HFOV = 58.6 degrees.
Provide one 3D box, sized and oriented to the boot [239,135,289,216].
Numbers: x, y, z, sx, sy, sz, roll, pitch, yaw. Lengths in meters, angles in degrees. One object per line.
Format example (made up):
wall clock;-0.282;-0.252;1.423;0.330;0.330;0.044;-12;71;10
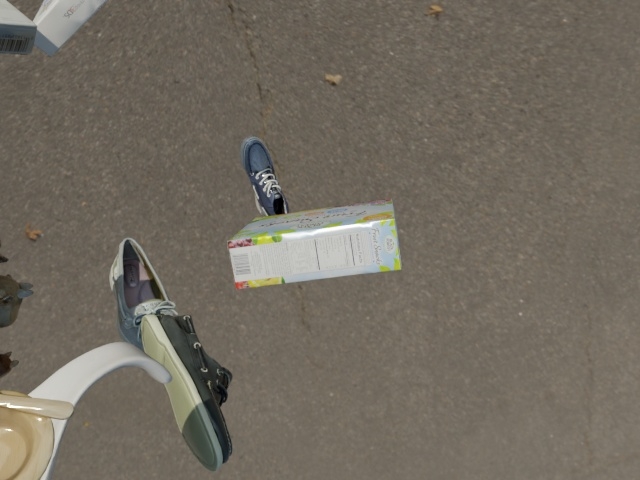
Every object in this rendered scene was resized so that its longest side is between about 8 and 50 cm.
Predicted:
boot;-0.112;-0.127;1.217;0.069;0.086;0.190;-29;124;-20

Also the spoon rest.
spoon rest;-0.272;0.197;0.547;0.276;0.137;0.084;-45;142;-33

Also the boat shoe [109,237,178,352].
boat shoe;-0.394;0.129;1.264;0.118;0.320;0.103;-5;132;-30

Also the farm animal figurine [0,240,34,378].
farm animal figurine;-0.544;0.056;0.863;0.172;0.330;0.327;-22;137;-25

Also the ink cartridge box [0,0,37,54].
ink cartridge box;-0.429;-0.267;0.617;0.179;0.145;0.045;37;117;12

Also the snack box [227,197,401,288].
snack box;0.000;0.000;0.759;0.206;0.174;0.070;-9;101;8

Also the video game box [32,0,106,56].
video game box;-0.302;-0.367;0.762;0.205;0.187;0.048;-20;143;38

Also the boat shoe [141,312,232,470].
boat shoe;-0.219;0.253;1.030;0.113;0.340;0.127;-8;125;-35

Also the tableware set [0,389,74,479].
tableware set;-0.200;0.116;0.241;0.141;0.169;0.020;16;144;-2
